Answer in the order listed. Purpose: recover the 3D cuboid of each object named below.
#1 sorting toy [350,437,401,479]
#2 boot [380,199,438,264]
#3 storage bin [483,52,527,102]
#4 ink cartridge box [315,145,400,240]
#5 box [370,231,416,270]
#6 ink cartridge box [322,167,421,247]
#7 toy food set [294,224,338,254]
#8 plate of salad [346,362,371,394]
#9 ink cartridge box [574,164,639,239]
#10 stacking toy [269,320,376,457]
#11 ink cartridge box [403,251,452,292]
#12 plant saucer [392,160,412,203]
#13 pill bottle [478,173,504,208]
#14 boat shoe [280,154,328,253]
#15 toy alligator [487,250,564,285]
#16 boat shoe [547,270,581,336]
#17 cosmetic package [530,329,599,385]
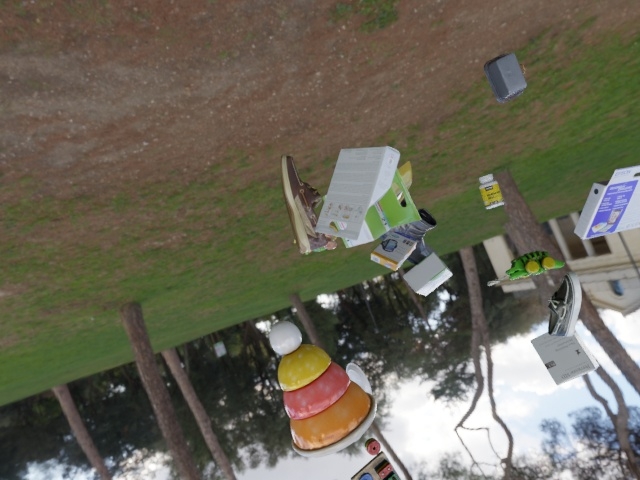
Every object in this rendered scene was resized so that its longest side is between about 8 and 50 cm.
[{"bbox_3d":[0.186,0.756,1.399,0.132,0.274,0.046,-33,-168,-17],"label":"sorting toy"},{"bbox_3d":[0.422,-0.020,1.936,0.223,0.338,0.118,-41,-154,48],"label":"boot"},{"bbox_3d":[0.560,-0.489,1.341,0.098,0.135,0.091,-25,-173,10],"label":"storage bin"},{"bbox_3d":[0.088,-0.117,1.129,0.066,0.232,0.189,14,180,-34],"label":"ink cartridge box"},{"bbox_3d":[0.210,0.025,1.280,0.136,0.081,0.028,-40,144,-40],"label":"box"},{"bbox_3d":[0.148,-0.099,1.367,0.097,0.188,0.255,-31,-172,-35],"label":"ink cartridge box"},{"bbox_3d":[0.000,0.000,1.729,0.218,0.071,0.128,-22,141,25],"label":"toy food set"},{"bbox_3d":[0.191,0.682,2.193,0.048,0.199,0.200,-18,175,-28],"label":"plate of salad"},{"bbox_3d":[0.770,-0.111,1.153,0.206,0.045,0.208,-10,129,-16],"label":"ink cartridge box"},{"bbox_3d":[-0.037,0.506,1.685,0.351,0.480,0.350,-26,-174,3],"label":"stacking toy"},{"bbox_3d":[0.455,0.145,1.905,0.160,0.092,0.219,-41,157,12],"label":"ink cartridge box"},{"bbox_3d":[0.292,-0.171,2.119,0.333,0.081,0.333,-38,164,-25],"label":"plant saucer"},{"bbox_3d":[0.608,-0.176,1.624,0.065,0.116,0.065,-18,179,0],"label":"pill bottle"},{"bbox_3d":[-0.054,-0.131,1.535,0.123,0.342,0.123,-14,169,-7],"label":"boat shoe"},{"bbox_3d":[0.467,0.058,1.046,0.190,0.051,0.056,-13,163,-5],"label":"toy alligator"},{"bbox_3d":[0.716,0.193,1.341,0.070,0.219,0.078,-3,-157,7],"label":"boat shoe"},{"bbox_3d":[0.922,0.428,1.716,0.151,0.183,0.151,-37,152,24],"label":"cosmetic package"}]
